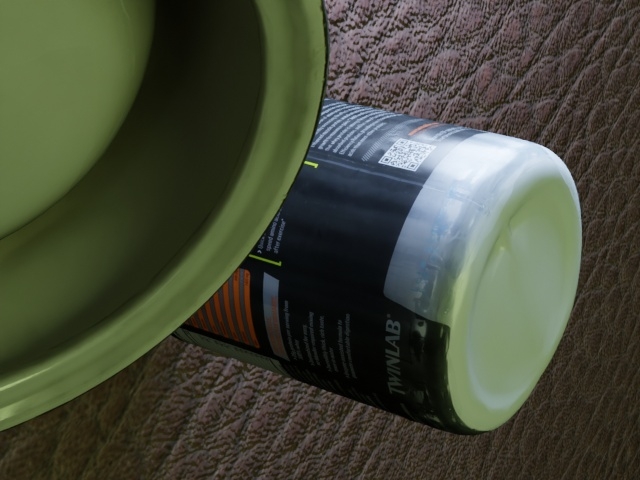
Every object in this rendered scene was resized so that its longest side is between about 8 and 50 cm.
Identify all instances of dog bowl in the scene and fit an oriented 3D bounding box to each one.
[{"bbox_3d":[-0.205,-0.072,0.710,0.408,0.150,0.408,-23,143,-19],"label":"dog bowl"}]

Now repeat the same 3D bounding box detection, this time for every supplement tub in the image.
[{"bbox_3d":[0.000,0.000,1.004,0.207,0.338,0.207,-30,128,-48],"label":"supplement tub"}]
